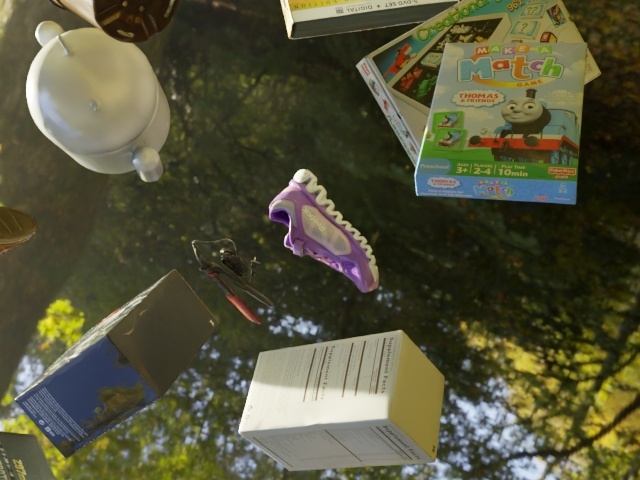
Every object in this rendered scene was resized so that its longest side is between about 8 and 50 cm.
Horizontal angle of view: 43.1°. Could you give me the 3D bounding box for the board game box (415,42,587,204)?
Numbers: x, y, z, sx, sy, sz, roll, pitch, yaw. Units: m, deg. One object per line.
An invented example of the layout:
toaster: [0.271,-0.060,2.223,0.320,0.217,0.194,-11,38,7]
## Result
board game box: [0.198,-0.133,0.871,0.160,0.212,0.039,4,141,17]

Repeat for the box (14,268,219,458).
box: [-0.445,0.268,1.827,0.179,0.312,0.343,53,-156,-9]

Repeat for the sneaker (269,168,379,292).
sneaker: [0.000,0.000,1.321,0.236,0.104,0.095,51,161,16]

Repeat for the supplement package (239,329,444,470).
supplement package: [0.033,0.231,1.140,0.244,0.134,0.139,-13,137,31]

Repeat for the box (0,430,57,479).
box: [-0.478,0.371,1.194,0.183,0.059,0.232,22,-166,-44]

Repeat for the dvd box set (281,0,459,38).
dvd box set: [0.049,-0.576,1.462,0.307,0.421,0.062,-10,164,-9]

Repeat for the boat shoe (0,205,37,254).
boat shoe: [-0.760,0.006,1.757,0.110,0.104,0.307,43,-151,17]

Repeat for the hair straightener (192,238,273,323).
hair straightener: [-0.154,0.059,1.479,0.047,0.089,0.230,22,159,47]

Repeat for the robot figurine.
robot figurine: [-0.361,-0.226,1.343,0.300,0.199,0.353,49,174,1]

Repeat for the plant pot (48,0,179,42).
plant pot: [-0.283,-0.355,1.092,0.167,0.167,0.165,13,-155,-51]

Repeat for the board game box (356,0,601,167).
board game box: [0.228,-0.243,1.154,0.193,0.305,0.053,60,168,-5]
